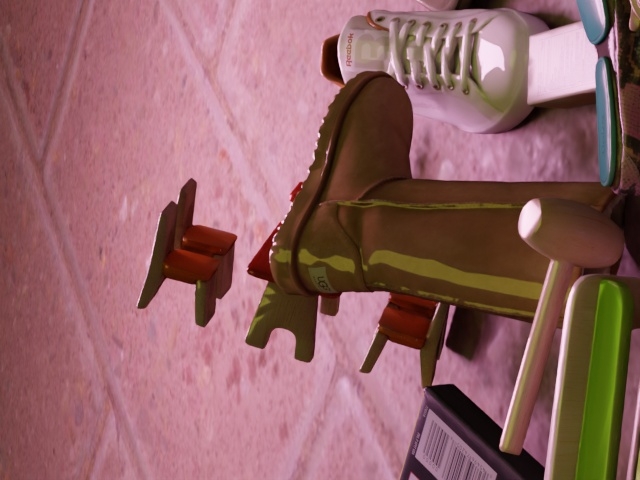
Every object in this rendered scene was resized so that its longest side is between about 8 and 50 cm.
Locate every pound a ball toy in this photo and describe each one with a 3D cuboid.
[{"bbox_3d":[0.223,0.138,1.326,0.208,0.135,0.319,10,93,65],"label":"pound a ball toy"}]

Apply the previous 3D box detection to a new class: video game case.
[{"bbox_3d":[0.139,0.289,1.548,0.275,0.035,0.248,42,126,46],"label":"video game case"}]

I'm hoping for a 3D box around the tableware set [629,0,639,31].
[{"bbox_3d":[0.271,-0.212,1.329,0.168,0.020,0.141,6,100,33],"label":"tableware set"}]

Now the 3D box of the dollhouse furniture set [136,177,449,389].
[{"bbox_3d":[0.000,0.000,1.723,0.259,0.262,0.135,-59,-16,-70],"label":"dollhouse furniture set"}]

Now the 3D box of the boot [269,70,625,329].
[{"bbox_3d":[0.119,-0.034,1.549,0.269,0.089,0.236,3,57,31],"label":"boot"}]

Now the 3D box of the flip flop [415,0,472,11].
[{"bbox_3d":[0.077,-0.276,1.775,0.277,0.080,0.112,-137,55,-60],"label":"flip flop"}]

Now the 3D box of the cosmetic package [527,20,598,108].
[{"bbox_3d":[0.208,-0.138,1.514,0.115,0.041,0.060,176,97,-65],"label":"cosmetic package"}]

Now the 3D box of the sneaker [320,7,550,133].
[{"bbox_3d":[0.089,-0.149,1.684,0.290,0.123,0.106,2,86,64],"label":"sneaker"}]

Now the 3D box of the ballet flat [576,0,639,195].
[{"bbox_3d":[0.230,-0.144,1.420,0.077,0.079,0.222,145,117,-83],"label":"ballet flat"}]
